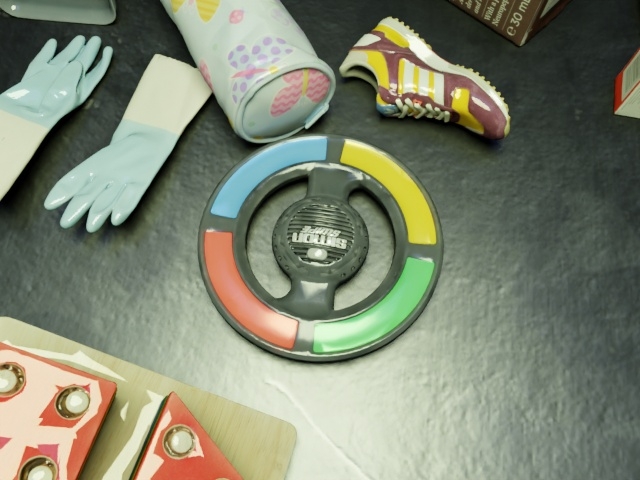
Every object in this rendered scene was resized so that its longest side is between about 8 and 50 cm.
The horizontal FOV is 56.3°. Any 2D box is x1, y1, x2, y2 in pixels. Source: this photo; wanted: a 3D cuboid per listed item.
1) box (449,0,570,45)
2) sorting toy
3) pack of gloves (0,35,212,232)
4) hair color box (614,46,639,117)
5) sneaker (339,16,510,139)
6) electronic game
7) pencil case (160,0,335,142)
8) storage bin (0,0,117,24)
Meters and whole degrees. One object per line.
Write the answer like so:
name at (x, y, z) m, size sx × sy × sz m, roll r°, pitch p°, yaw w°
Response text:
box at (0.128, -0.409, 0.649) m, size 0.381 × 0.191 × 0.143 m, roll 41°, pitch 73°, yaw 15°
sorting toy at (-0.161, 0.207, 0.403) m, size 0.256 × 0.089 × 0.257 m, roll 24°, pitch 63°, yaw -11°
pack of gloves at (-0.240, -0.111, 0.616) m, size 0.195 × 0.046 × 0.232 m, roll 20°, pitch 59°, yaw 7°
hair color box at (0.401, -0.158, 0.602) m, size 0.168 × 0.093 × 0.053 m, roll 12°, pitch 69°, yaw 4°
sneaker at (0.105, -0.147, 0.616) m, size 0.084 × 0.069 × 0.185 m, roll -45°, pitch 69°, yaw -7°
electronic game at (0.000, 0.000, 0.561) m, size 0.230 × 0.048 × 0.229 m, roll 0°, pitch 68°, yaw -1°
pencil case at (-0.093, -0.230, 0.619) m, size 0.114 × 0.124 × 0.273 m, roll -36°, pitch 69°, yaw 15°
storage bin at (-0.291, -0.313, 0.666) m, size 0.135 × 0.098 × 0.091 m, roll 4°, pitch 58°, yaw 1°
